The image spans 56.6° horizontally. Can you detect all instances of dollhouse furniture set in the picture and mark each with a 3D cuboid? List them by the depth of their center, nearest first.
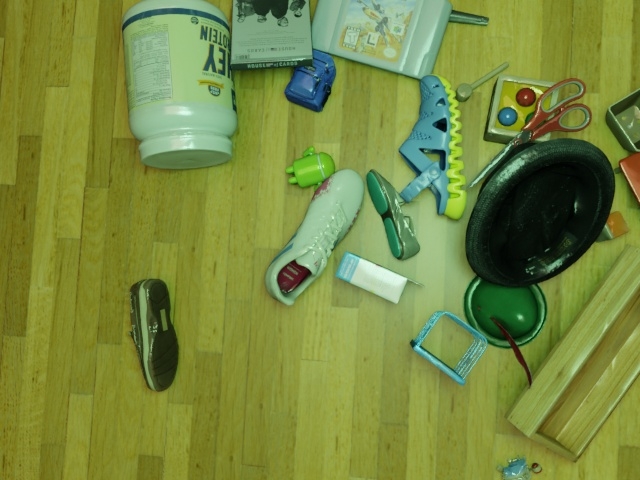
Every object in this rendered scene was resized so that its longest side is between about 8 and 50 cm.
[{"bbox_3d":[0.696,-0.062,1.197,0.262,0.135,0.259,-26,83,6],"label":"dollhouse furniture set"}]

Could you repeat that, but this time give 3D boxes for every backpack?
[{"bbox_3d":[-0.016,-0.366,1.339,0.098,0.101,0.120,24,87,2],"label":"backpack"}]

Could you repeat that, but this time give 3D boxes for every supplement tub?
[{"bbox_3d":[-0.307,-0.336,1.310,0.235,0.235,0.325,-6,86,8],"label":"supplement tub"}]

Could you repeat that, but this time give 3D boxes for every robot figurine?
[{"bbox_3d":[-0.019,-0.159,1.343,0.115,0.067,0.101,-17,86,7],"label":"robot figurine"}]

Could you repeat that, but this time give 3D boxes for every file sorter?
[{"bbox_3d":[0.265,0.214,1.231,0.118,0.170,0.104,37,89,9],"label":"file sorter"}]

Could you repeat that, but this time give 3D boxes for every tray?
[{"bbox_3d":[0.554,0.230,1.179,0.203,0.076,0.411,33,92,-35],"label":"tray"}]

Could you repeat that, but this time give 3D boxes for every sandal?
[{"bbox_3d":[0.233,-0.201,1.277,0.138,0.126,0.318,-3,84,4],"label":"sandal"}]

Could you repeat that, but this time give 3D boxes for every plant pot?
[{"bbox_3d":[0.658,-0.247,1.233,0.109,0.096,0.109,-31,83,5],"label":"plant pot"}]

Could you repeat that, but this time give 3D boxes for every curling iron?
[{"bbox_3d":[0.245,-0.529,1.340,0.274,0.035,0.068,19,90,9],"label":"curling iron"}]

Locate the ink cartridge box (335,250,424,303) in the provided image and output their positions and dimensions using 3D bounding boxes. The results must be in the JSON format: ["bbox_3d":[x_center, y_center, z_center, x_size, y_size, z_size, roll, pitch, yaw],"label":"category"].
[{"bbox_3d":[0.130,0.087,1.288,0.181,0.104,0.062,24,91,9],"label":"ink cartridge box"}]

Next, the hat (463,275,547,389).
[{"bbox_3d":[0.396,0.151,1.205,0.173,0.183,0.208,-42,82,5],"label":"hat"}]

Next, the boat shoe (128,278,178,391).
[{"bbox_3d":[-0.394,0.218,1.377,0.095,0.095,0.258,-5,87,32],"label":"boat shoe"}]

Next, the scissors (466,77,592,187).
[{"bbox_3d":[0.413,-0.221,1.219,0.297,0.021,0.109,-28,100,11],"label":"scissors"}]

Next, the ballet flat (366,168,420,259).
[{"bbox_3d":[0.164,-0.062,1.320,0.068,0.072,0.213,-17,85,-20],"label":"ballet flat"}]

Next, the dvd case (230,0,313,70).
[{"bbox_3d":[-0.110,-0.479,1.332,0.179,0.030,0.239,-3,60,0],"label":"dvd case"}]

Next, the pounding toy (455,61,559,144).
[{"bbox_3d":[0.395,-0.308,1.277,0.206,0.094,0.181,11,89,8],"label":"pounding toy"}]

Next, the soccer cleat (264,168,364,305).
[{"bbox_3d":[0.000,0.000,1.283,0.116,0.143,0.331,32,96,-19],"label":"soccer cleat"}]

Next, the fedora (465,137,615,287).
[{"bbox_3d":[0.412,-0.072,1.195,0.334,0.152,0.334,-7,124,-10],"label":"fedora"}]

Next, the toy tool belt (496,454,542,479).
[{"bbox_3d":[0.418,0.480,1.251,0.083,0.052,0.051,-30,91,5],"label":"toy tool belt"}]

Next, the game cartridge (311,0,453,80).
[{"bbox_3d":[0.130,-0.490,1.326,0.297,0.062,0.198,18,108,9],"label":"game cartridge"}]
